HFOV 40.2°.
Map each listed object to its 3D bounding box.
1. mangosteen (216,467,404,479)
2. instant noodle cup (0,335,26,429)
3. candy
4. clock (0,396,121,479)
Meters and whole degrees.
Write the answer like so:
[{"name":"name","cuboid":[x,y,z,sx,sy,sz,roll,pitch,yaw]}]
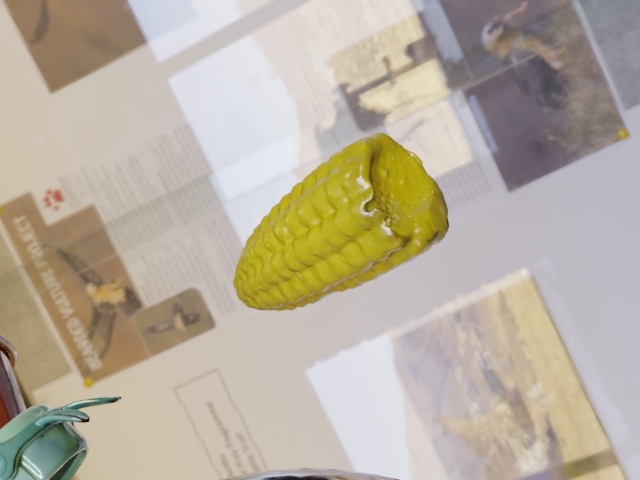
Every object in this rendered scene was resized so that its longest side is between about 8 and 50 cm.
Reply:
[{"name":"mangosteen","cuboid":[0.023,0.285,0.320,0.435,0.382,0.382,10,139,44]},{"name":"instant noodle cup","cuboid":[-0.347,0.224,0.749,0.192,0.250,0.250,58,-177,20]},{"name":"candy","cuboid":[0.000,0.000,0.672,0.106,0.199,0.094,-31,-90,-49]},{"name":"clock","cuboid":[-0.179,0.140,0.520,0.041,0.135,0.101,40,-171,6]}]
